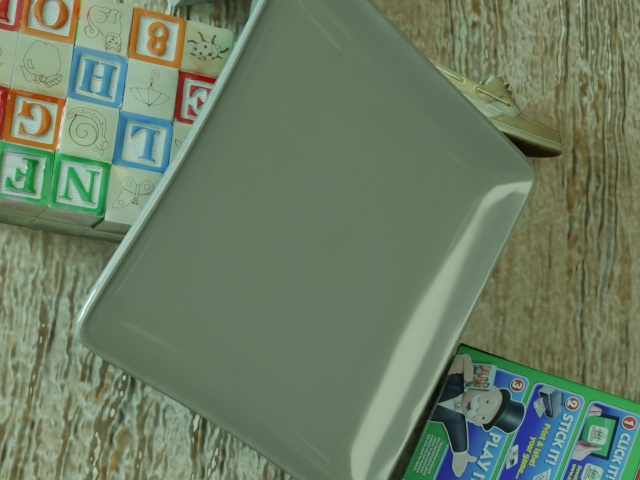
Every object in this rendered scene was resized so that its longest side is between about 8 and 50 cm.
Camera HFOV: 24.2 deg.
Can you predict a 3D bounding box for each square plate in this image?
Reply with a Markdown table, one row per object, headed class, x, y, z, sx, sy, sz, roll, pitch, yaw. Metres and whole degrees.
| class | x | y | z | sx | sy | sz | roll | pitch | yaw |
| --- | --- | --- | --- | --- | --- | --- | --- | --- | --- |
| square plate | 0.000 | 0.000 | 1.180 | 0.344 | 0.049 | 0.347 | 39 | 72 | -39 |

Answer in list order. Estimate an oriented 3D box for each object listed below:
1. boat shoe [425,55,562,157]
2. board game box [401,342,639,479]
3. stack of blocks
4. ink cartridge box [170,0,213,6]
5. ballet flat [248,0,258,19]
| class | x | y | z | sx | sy | sz | roll | pitch | yaw |
| --- | --- | --- | --- | --- | --- | --- | --- | --- | --- |
| boat shoe | 0.144 | -0.121 | 1.325 | 0.170 | 0.063 | 0.059 | 19 | 79 | -19 |
| board game box | 0.152 | 0.259 | 1.198 | 0.213 | 0.046 | 0.317 | 18 | 69 | 21 |
| stack of blocks | -0.226 | -0.102 | 1.145 | 0.297 | 0.087 | 0.171 | 11 | 76 | -22 |
| ink cartridge box | -0.068 | -0.260 | 1.261 | 0.135 | 0.056 | 0.099 | -14 | 85 | -25 |
| ballet flat | -0.016 | -0.114 | 1.227 | 0.072 | 0.068 | 0.213 | -4 | 95 | -32 |
